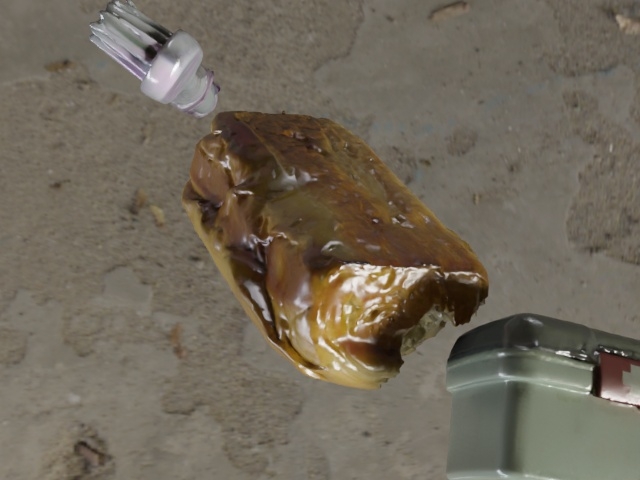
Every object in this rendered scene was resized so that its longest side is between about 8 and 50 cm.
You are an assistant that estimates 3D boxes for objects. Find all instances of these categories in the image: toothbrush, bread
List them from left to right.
[{"bbox_3d":[-0.062,-0.070,0.464,0.029,0.354,0.024,37,92,-6],"label":"toothbrush"},{"bbox_3d":[-0.004,0.005,0.981,0.344,0.195,0.149,53,134,52],"label":"bread"}]

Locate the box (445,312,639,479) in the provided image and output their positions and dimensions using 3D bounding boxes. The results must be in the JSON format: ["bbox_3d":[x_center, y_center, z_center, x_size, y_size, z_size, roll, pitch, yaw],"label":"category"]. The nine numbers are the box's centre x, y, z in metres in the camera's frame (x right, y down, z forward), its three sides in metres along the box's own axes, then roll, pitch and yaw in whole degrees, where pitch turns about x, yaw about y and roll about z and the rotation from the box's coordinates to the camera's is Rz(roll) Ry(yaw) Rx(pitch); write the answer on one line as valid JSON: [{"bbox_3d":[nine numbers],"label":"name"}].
[{"bbox_3d":[0.208,0.143,0.851,0.210,0.148,0.129,13,74,-14],"label":"box"}]
